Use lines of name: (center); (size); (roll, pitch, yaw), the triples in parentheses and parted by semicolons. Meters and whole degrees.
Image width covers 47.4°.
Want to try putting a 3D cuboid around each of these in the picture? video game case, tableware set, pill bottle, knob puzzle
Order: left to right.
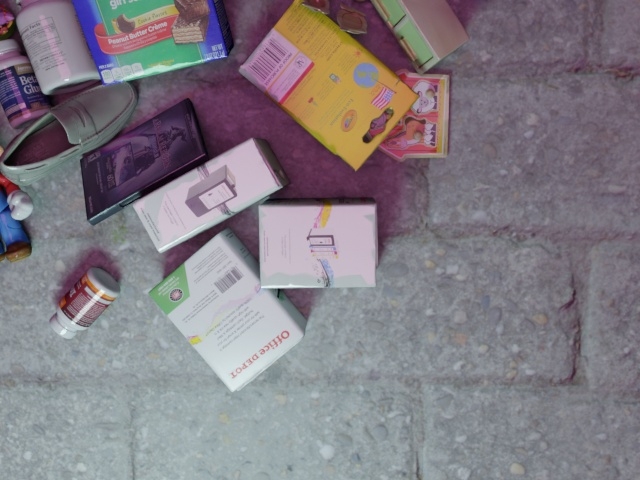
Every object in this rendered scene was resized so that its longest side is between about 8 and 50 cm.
pill bottle: (-0.630, -0.326, 1.519); (0.094, 0.094, 0.169); (-21, 96, 6)
pill bottle: (-0.540, -0.424, 1.482); (0.131, 0.131, 0.229); (-18, 96, 5)
pill bottle: (-0.513, 0.138, 1.579); (0.086, 0.086, 0.152); (43, 97, -3)
video game case: (-0.367, -0.165, 1.496); (0.274, 0.196, 0.026); (-29, 138, 7)
tableware set: (0.033, -0.484, 1.454); (0.141, 0.020, 0.169); (16, 57, -14)
knob puzzle: (0.169, -0.260, 1.517); (0.213, 0.030, 0.213); (0, 98, 3)

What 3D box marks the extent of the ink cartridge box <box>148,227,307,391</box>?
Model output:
ink cartridge box: (-0.189, 0.145, 1.546); (0.201, 0.117, 0.278); (-39, 94, 7)

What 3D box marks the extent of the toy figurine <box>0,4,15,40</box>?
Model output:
toy figurine: (-0.661, -0.433, 1.432); (0.173, 0.159, 0.130); (-12, 106, -40)

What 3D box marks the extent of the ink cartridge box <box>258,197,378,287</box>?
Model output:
ink cartridge box: (0.000, 0.000, 1.490); (0.232, 0.171, 0.168); (-1, 98, 3)

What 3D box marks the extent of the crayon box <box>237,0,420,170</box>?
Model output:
crayon box: (0.018, -0.314, 1.479); (0.318, 0.081, 0.202); (42, 98, 4)

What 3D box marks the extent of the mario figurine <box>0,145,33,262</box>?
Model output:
mario figurine: (-0.724, -0.096, 1.514); (0.198, 0.170, 0.321); (-23, 106, -28)

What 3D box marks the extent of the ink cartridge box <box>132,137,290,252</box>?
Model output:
ink cartridge box: (-0.211, -0.097, 1.474); (0.272, 0.198, 0.115); (-28, 95, 6)

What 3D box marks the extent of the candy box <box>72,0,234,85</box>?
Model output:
candy box: (-0.341, -0.494, 1.424); (0.268, 0.122, 0.317); (-12, 115, 5)

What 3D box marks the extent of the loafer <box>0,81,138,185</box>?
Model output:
loafer: (-0.508, -0.226, 1.485); (0.319, 0.111, 0.112); (-42, 94, -14)

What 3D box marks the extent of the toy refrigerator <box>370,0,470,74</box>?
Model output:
toy refrigerator: (0.168, -0.471, 1.439); (0.094, 0.102, 0.270); (-36, 95, -15)
